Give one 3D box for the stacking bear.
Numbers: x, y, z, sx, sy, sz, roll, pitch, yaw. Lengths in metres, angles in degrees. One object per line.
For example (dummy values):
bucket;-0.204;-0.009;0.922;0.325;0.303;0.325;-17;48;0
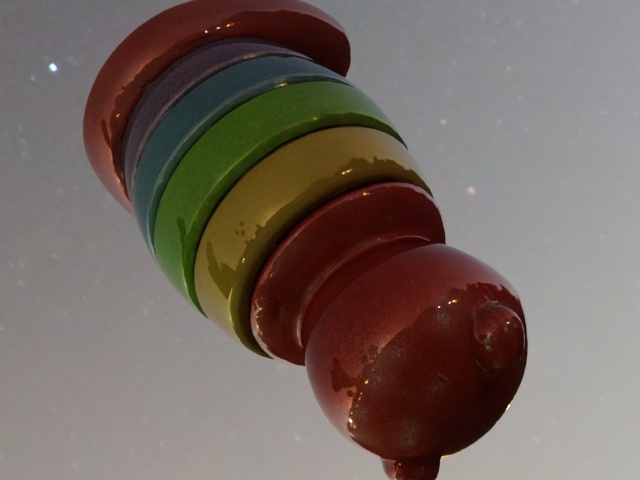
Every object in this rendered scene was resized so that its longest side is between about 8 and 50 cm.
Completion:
stacking bear;0.000;0.000;0.612;0.164;0.289;0.175;14;-64;-47
